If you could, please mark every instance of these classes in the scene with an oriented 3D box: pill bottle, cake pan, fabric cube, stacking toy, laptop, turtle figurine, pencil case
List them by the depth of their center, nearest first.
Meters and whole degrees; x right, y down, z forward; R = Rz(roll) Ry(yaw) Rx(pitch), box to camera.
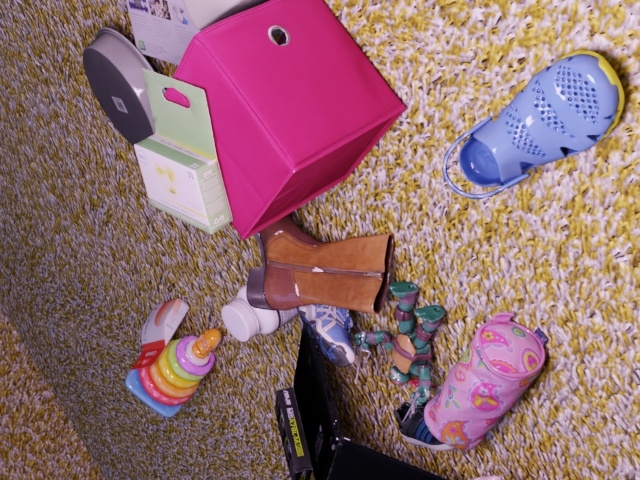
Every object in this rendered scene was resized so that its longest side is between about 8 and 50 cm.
[{"bbox_3d":[-0.071,-0.204,1.599,0.258,0.254,0.259,54,147,8],"label":"fabric cube"},{"bbox_3d":[0.270,0.239,1.654,0.124,0.124,0.284,44,144,19],"label":"pencil case"},{"bbox_3d":[0.147,0.197,1.773,0.175,0.118,0.234,29,125,26],"label":"turtle figurine"},{"bbox_3d":[-0.095,0.116,1.942,0.108,0.193,0.108,32,138,34],"label":"pill bottle"},{"bbox_3d":[0.109,0.384,1.987,0.382,0.236,0.408,101,157,-60],"label":"laptop"},{"bbox_3d":[-0.400,-0.301,2.070,0.293,0.054,0.293,42,155,25],"label":"cake pan"},{"bbox_3d":[-0.327,0.293,2.446,0.166,0.175,0.302,40,131,-13],"label":"stacking toy"}]

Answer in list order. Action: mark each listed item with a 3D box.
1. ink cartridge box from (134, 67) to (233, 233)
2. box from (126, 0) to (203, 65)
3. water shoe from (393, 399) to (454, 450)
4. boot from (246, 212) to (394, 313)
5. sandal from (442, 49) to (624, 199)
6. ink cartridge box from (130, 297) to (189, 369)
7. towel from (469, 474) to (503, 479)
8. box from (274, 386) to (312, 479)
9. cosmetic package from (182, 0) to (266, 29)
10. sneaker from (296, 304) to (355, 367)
[{"bbox_3d":[-0.230,-0.142,1.580,0.171,0.056,0.235,25,138,40],"label":"ink cartridge box"},{"bbox_3d":[-0.284,-0.481,1.826,0.232,0.058,0.322,24,135,39],"label":"box"},{"bbox_3d":[0.205,0.341,1.850,0.203,0.073,0.080,-16,106,56],"label":"water shoe"},{"bbox_3d":[0.000,0.000,1.791,0.280,0.264,0.096,-3,158,35],"label":"boot"},{"bbox_3d":[0.272,-0.137,1.326,0.126,0.138,0.317,56,145,6],"label":"sandal"},{"bbox_3d":[-0.411,0.232,2.455,0.045,0.179,0.145,42,151,-19],"label":"ink cartridge box"},{"bbox_3d":[0.332,0.528,1.764,0.317,0.053,0.332,35,148,-9],"label":"towel"},{"bbox_3d":[-0.061,0.435,2.185,0.190,0.045,0.184,98,161,-66],"label":"box"},{"bbox_3d":[-0.094,-0.446,1.528,0.296,0.153,0.129,-16,102,54],"label":"cosmetic package"},{"bbox_3d":[0.022,0.153,1.792,0.211,0.081,0.080,51,165,57],"label":"sneaker"}]
